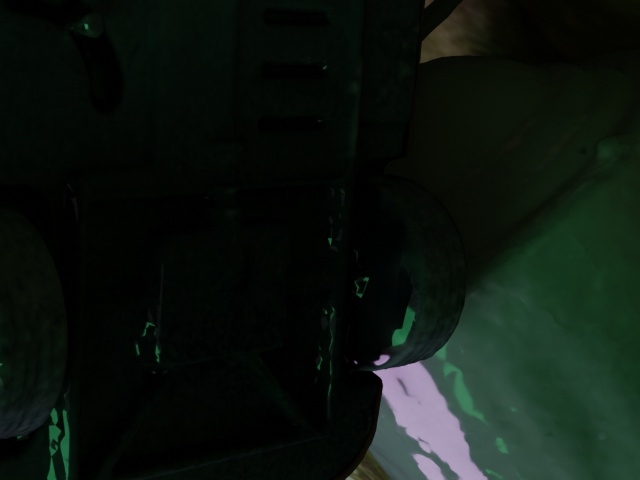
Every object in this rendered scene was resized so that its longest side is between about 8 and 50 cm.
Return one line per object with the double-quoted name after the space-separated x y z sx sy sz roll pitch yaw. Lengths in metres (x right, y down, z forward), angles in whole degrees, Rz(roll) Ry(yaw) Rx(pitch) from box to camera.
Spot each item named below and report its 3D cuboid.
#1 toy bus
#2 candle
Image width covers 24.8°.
-0.087 -0.119 0.517 0.233 0.203 0.426 16 106 47 "toy bus"
0.113 0.047 0.664 0.342 0.221 0.221 52 149 -13 "candle"
